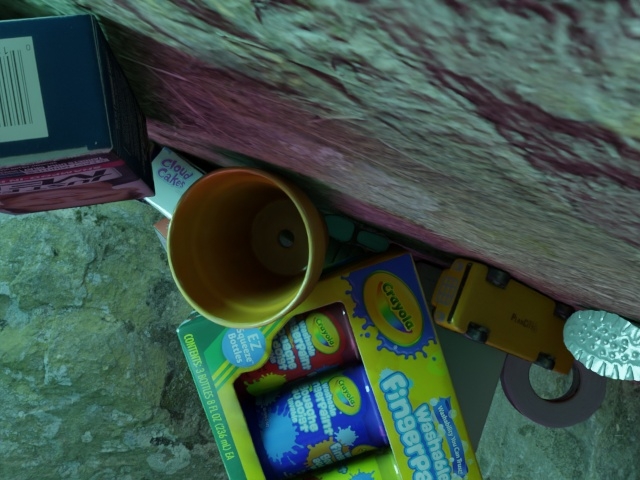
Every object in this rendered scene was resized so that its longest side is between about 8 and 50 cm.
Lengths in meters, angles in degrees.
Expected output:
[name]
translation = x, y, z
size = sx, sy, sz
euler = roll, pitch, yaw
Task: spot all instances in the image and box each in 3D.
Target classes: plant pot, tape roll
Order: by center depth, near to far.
[plant pot]
translation = -0.075, 0.002, 0.857
size = 0.205, 0.205, 0.188
euler = 20, -169, 16
[tape roll]
translation = 0.519, 0.304, 1.387
size = 0.219, 0.219, 0.072
euler = 20, 174, 11

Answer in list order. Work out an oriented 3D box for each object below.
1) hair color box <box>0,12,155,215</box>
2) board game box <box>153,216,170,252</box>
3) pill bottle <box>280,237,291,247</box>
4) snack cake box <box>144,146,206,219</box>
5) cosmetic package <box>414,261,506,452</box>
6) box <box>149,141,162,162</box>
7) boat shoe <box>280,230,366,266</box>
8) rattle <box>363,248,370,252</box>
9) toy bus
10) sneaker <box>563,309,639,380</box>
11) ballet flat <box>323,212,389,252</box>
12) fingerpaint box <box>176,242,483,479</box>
[hair color box]
translation = -0.263, -0.095, 0.587
size = 0.173, 0.105, 0.347
euler = -8, -179, -10
[board game box]
translation = -0.196, 0.119, 1.224
size = 0.242, 0.064, 0.317
euler = 38, 154, 38
[pill bottle]
translation = -0.106, 0.066, 1.370
size = 0.228, 0.229, 0.407
euler = 24, 175, -28
[snack cake box]
translation = -0.180, -0.049, 1.047
size = 0.152, 0.089, 0.264
euler = 38, 180, 14
[cosmetic package]
translation = 0.212, 0.256, 1.179
size = 0.217, 0.385, 0.156
euler = 21, 176, -1
[box]
translation = -0.325, -0.151, 1.045
size = 0.136, 0.037, 0.225
euler = 22, 174, -1
[boat shoe]
translation = -0.001, 0.001, 1.078
size = 0.223, 0.080, 0.073
euler = 35, -176, -18
[rattle]
translation = 0.104, 0.113, 1.143
size = 0.130, 0.200, 0.142
euler = 26, 174, -34
[toy bus]
translation = 0.299, 0.123, 0.995
size = 0.332, 0.108, 0.130
euler = 24, 176, -34
[sneaker]
translation = 0.464, 0.162, 0.878
size = 0.094, 0.090, 0.235
euler = 13, -176, -43
[ballet flat]
translation = 0.052, -0.013, 0.963
size = 0.114, 0.041, 0.041
euler = 23, 175, -7
[fingerpaint box]
translation = 0.027, 0.274, 0.990
size = 0.370, 0.445, 0.163
euler = -18, -175, 0
